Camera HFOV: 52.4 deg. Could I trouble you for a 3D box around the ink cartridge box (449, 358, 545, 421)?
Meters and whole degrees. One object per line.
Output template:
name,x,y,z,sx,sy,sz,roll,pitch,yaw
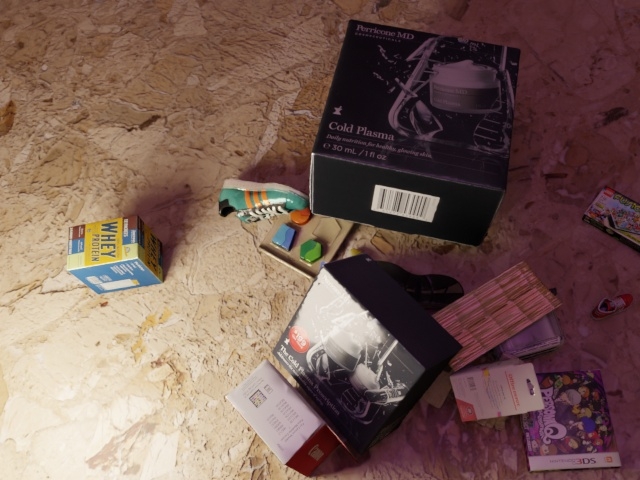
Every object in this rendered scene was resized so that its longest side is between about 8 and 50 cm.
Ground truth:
ink cartridge box,0.418,0.348,1.528,0.198,0.067,0.115,-16,88,28

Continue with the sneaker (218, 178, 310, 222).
sneaker,-0.169,-0.101,1.904,0.302,0.108,0.121,8,77,31

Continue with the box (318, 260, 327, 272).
box,0.072,0.163,1.734,0.225,0.136,0.036,33,45,22

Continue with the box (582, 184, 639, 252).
box,0.834,-0.051,1.764,0.207,0.036,0.114,35,75,22

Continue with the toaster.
toaster,0.512,0.220,1.641,0.227,0.129,0.146,-17,68,2

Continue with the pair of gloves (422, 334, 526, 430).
pair of gloves,0.373,0.342,1.610,0.240,0.042,0.204,21,104,22

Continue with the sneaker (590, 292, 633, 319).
sneaker,0.752,0.162,1.661,0.118,0.067,0.042,-27,65,-4

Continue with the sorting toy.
sorting toy,0.000,0.000,1.871,0.307,0.041,0.229,28,73,20

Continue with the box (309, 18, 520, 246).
box,0.252,-0.291,1.758,0.479,0.297,0.472,11,61,5

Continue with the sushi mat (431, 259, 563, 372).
sushi mat,0.412,0.181,1.591,0.316,0.019,0.151,-31,62,-3

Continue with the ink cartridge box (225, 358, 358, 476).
ink cartridge box,-0.054,0.448,1.522,0.130,0.309,0.272,-42,66,-11

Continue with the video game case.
video game case,0.591,0.434,1.575,0.210,0.042,0.232,-4,65,6

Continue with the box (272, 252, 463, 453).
box,0.100,0.263,1.568,0.343,0.179,0.312,44,123,24

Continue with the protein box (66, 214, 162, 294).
protein box,-0.579,0.045,1.854,0.201,0.200,0.136,-10,65,4

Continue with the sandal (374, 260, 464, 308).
sandal,0.232,0.138,1.753,0.302,0.086,0.120,12,61,-2
